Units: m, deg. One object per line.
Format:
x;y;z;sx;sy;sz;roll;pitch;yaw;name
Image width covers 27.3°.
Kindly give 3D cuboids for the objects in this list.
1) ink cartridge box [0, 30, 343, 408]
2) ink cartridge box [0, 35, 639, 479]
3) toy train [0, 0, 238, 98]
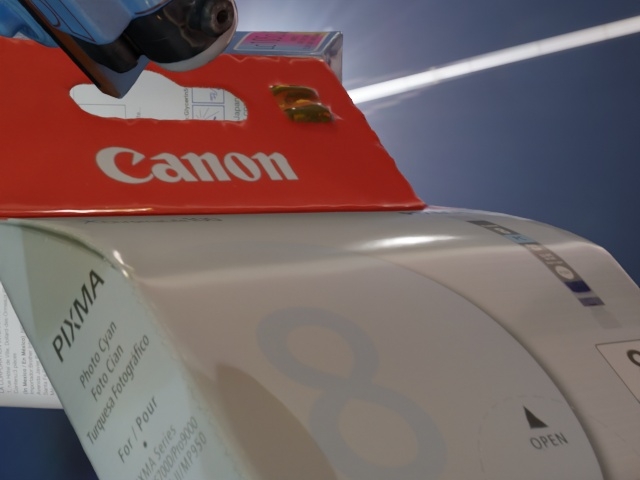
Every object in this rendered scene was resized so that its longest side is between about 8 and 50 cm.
-0.183;-0.021;0.987;0.151;0.396;0.270;-72;-17;-76;ink cartridge box
0.000;0.000;0.651;0.308;0.091;0.385;-3;-132;-41;ink cartridge box
-0.092;-0.117;0.425;0.080;0.105;0.184;-53;-38;-12;toy train
